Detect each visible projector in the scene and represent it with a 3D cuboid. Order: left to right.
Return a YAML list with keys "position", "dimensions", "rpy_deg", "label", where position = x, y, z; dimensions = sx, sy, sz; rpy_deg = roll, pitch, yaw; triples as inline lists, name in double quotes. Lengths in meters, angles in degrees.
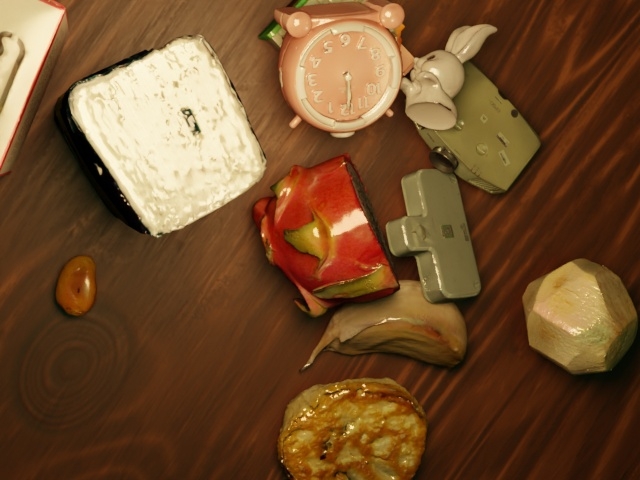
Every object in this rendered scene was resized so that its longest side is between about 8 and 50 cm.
- position: [0.291, -0.219, 1.861]
  dimensions: [0.269, 0.088, 0.193]
  rpy_deg: [44, 70, -13]
  label: "projector"

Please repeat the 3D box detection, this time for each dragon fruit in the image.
- position: [0.000, 0.000, 1.743]
  dimensions: [0.226, 0.305, 0.305]
  rpy_deg: [-21, 100, 6]
  label: "dragon fruit"

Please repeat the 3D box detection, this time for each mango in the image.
- position: [-0.453, 0.084, 1.758]
  dimensions: [0.080, 0.060, 0.114]
  rpy_deg: [17, 94, 2]
  label: "mango"

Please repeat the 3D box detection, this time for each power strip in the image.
- position: [0.211, -0.009, 1.828]
  dimensions: [0.194, 0.059, 0.264]
  rpy_deg: [-1, 76, -41]
  label: "power strip"

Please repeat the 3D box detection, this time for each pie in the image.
- position: [0.068, 0.413, 1.900]
  dimensions: [0.315, 0.092, 0.315]
  rpy_deg: [-2, 102, -11]
  label: "pie"

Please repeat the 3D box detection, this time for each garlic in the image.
- position: [0.136, 0.184, 1.867]
  dimensions: [0.339, 0.151, 0.196]
  rpy_deg: [1, 112, -13]
  label: "garlic"

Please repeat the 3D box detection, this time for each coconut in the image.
- position: [0.525, 0.155, 1.924]
  dimensions: [0.237, 0.237, 0.197]
  rpy_deg: [-49, 144, -4]
  label: "coconut"

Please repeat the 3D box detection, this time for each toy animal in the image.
- position: [0.228, -0.331, 1.748]
  dimensions: [0.131, 0.104, 0.220]
  rpy_deg: [25, 74, -13]
  label: "toy animal"

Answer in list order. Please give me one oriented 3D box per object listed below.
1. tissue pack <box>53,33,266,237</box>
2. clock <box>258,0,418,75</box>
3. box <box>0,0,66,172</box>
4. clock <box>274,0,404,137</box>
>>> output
- position: [-0.284, -0.179, 1.583]
  dimensions: [0.253, 0.416, 0.264]
  rpy_deg: [-30, 105, -12]
  label: "tissue pack"
- position: [0.048, -0.380, 1.804]
  dimensions: [0.220, 0.106, 0.255]
  rpy_deg: [-46, 108, -3]
  label: "clock"
- position: [-0.611, -0.294, 1.553]
  dimensions: [0.300, 0.312, 0.314]
  rpy_deg: [23, 90, -14]
  label: "box"
- position: [0.033, -0.307, 1.695]
  dimensions: [0.227, 0.142, 0.241]
  rpy_deg: [-9, 113, -13]
  label: "clock"
